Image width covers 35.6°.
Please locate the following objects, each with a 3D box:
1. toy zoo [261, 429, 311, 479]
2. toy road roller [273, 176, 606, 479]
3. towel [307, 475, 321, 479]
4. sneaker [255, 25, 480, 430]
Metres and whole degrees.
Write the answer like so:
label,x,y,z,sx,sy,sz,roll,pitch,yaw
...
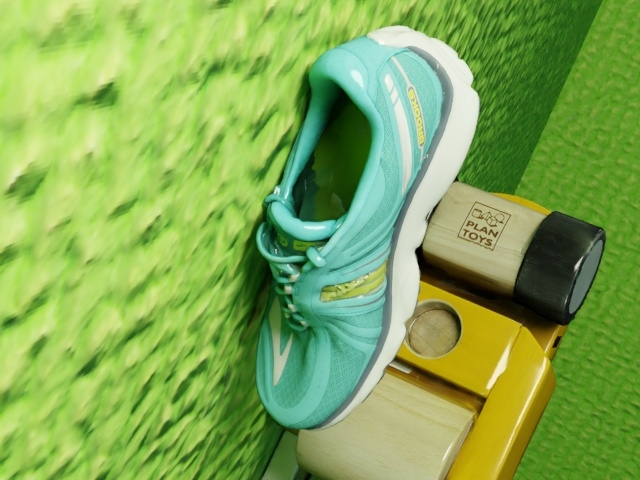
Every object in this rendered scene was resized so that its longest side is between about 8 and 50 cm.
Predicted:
label,x,y,z,sx,sy,sz,roll,pitch,yaw
toy zoo,0.001,0.191,1.086,0.293,0.030,0.192,-65,168,2
toy road roller,0.129,0.107,0.942,0.329,0.202,0.240,-61,155,-14
towel,-0.010,0.352,1.182,0.248,0.038,0.325,-46,159,-51
sneaker,0.000,0.000,0.611,0.110,0.107,0.275,-16,129,-48
